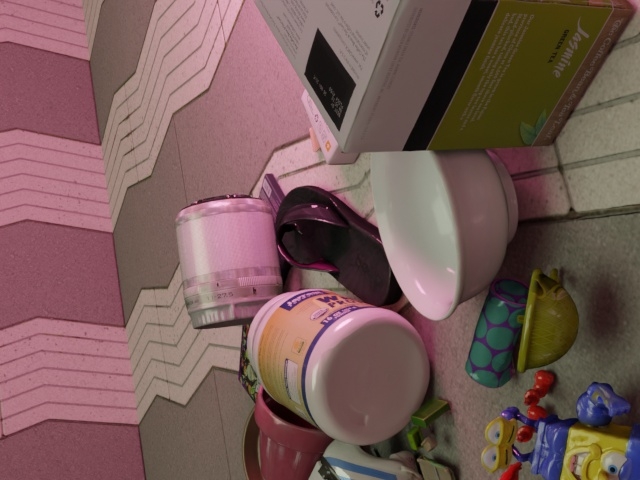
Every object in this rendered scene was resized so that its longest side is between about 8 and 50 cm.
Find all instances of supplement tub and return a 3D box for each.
[{"bbox_3d":[0.017,0.208,1.406,0.316,0.228,0.228,12,104,61],"label":"supplement tub"}]

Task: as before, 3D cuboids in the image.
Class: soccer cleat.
[{"bbox_3d":[0.138,0.444,1.337,0.331,0.143,0.116,43,173,28],"label":"soccer cleat"}]

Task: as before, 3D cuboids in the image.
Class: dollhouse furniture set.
[{"bbox_3d":[0.195,0.340,1.306,0.076,0.058,0.152,2,114,55],"label":"dollhouse furniture set"}]

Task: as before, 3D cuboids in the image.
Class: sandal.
[{"bbox_3d":[0.001,-0.002,1.533,0.446,0.107,0.168,28,118,57],"label":"sandal"}]

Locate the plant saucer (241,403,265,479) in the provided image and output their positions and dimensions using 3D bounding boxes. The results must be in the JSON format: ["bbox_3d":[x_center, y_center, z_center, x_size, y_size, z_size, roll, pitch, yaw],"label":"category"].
[{"bbox_3d":[-0.066,0.461,1.722,0.278,0.041,0.278,-6,81,43],"label":"plant saucer"}]

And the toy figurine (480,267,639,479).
[{"bbox_3d":[0.334,0.227,0.957,0.217,0.191,0.363,14,100,30],"label":"toy figurine"}]

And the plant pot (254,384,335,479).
[{"bbox_3d":[-0.040,0.386,1.564,0.201,0.201,0.180,44,127,52],"label":"plant pot"}]

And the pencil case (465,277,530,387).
[{"bbox_3d":[0.253,0.130,1.117,0.064,0.070,0.152,-71,-9,-60],"label":"pencil case"}]

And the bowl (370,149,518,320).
[{"bbox_3d":[0.183,-0.047,1.117,0.298,0.134,0.298,166,90,-77],"label":"bowl"}]

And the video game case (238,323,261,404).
[{"bbox_3d":[-0.139,0.285,1.924,0.210,0.042,0.232,40,128,56],"label":"video game case"}]

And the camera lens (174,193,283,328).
[{"bbox_3d":[-0.201,0.047,1.765,0.219,0.219,0.274,-25,72,61],"label":"camera lens"}]

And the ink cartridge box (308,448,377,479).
[{"bbox_3d":[0.073,0.579,1.458,0.307,0.129,0.223,62,145,38],"label":"ink cartridge box"}]

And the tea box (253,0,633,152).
[{"bbox_3d":[0.135,-0.297,1.004,0.329,0.323,0.220,62,145,35],"label":"tea box"}]

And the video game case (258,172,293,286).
[{"bbox_3d":[-0.119,0.010,1.865,0.196,0.026,0.274,60,144,40],"label":"video game case"}]

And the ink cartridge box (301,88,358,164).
[{"bbox_3d":[0.071,-0.316,1.408,0.371,0.069,0.176,118,139,-50],"label":"ink cartridge box"}]

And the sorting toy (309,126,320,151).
[{"bbox_3d":[0.002,-0.205,1.612,0.062,0.012,0.083,-38,57,53],"label":"sorting toy"}]
